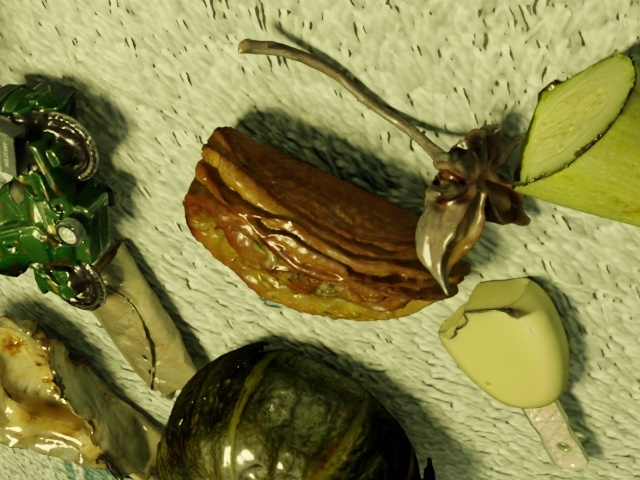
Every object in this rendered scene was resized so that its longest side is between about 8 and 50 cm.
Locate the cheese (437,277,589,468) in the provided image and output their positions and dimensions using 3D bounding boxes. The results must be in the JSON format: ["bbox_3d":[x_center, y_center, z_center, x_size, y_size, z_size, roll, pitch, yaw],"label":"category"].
[{"bbox_3d":[0.207,0.145,1.208,0.127,0.050,0.255,-7,127,34],"label":"cheese"}]

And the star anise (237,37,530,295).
[{"bbox_3d":[0.053,-0.078,1.051,0.227,0.148,0.218,34,-179,37],"label":"star anise"}]

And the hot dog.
[{"bbox_3d":[0.000,0.000,1.123,0.272,0.122,0.196,28,165,1],"label":"hot dog"}]

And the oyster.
[{"bbox_3d":[-0.317,0.212,1.511,0.337,0.133,0.198,39,136,-13],"label":"oyster"}]

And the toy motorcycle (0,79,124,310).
[{"bbox_3d":[-0.303,-0.048,1.256,0.187,0.124,0.274,22,133,15],"label":"toy motorcycle"}]

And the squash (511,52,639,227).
[{"bbox_3d":[0.300,-0.051,0.913,0.288,0.137,0.137,20,138,6],"label":"squash"}]

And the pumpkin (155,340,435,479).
[{"bbox_3d":[-0.036,0.267,1.360,0.321,0.192,0.320,17,139,16],"label":"pumpkin"}]

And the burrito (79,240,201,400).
[{"bbox_3d":[-0.205,0.102,1.390,0.087,0.060,0.226,-14,122,29],"label":"burrito"}]
